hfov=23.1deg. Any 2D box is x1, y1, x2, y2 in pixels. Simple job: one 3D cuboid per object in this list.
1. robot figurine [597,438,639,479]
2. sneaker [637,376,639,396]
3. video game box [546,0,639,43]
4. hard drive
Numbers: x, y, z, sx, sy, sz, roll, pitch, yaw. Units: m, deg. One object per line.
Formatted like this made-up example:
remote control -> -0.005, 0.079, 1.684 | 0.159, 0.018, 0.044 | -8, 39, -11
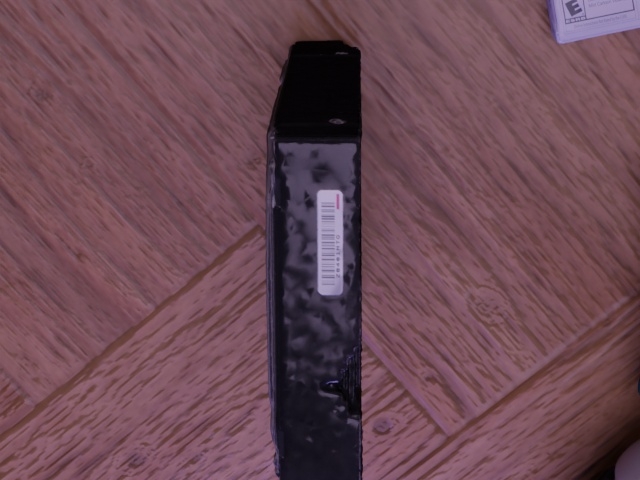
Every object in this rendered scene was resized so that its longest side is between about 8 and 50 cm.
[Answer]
robot figurine -> 0.271, 0.284, 1.278 | 0.173, 0.209, 0.278 | 31, 115, 0
sneaker -> 0.305, -0.005, 1.244 | 0.121, 0.108, 0.302 | 22, 101, -2
video game box -> 0.261, -0.262, 1.189 | 0.205, 0.048, 0.187 | -11, 108, 3
hard drive -> 0.000, 0.000, 1.117 | 0.064, 0.339, 0.237 | 0, 108, 2
